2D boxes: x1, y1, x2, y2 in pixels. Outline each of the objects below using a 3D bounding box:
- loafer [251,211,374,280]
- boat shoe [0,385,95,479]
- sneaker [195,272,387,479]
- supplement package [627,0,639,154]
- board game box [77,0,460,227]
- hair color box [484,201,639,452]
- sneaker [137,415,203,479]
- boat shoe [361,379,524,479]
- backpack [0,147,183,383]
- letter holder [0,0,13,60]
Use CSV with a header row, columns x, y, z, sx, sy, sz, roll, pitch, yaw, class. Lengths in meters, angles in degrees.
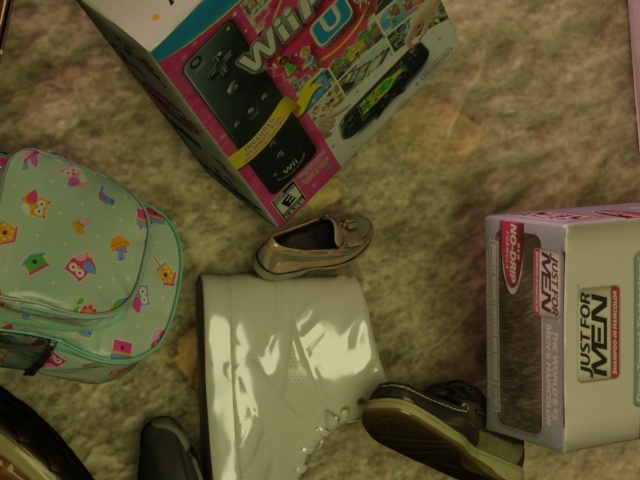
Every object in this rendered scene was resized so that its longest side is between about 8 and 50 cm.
x,y,z,sx,sy,sz,roll,pitch,yaw,class
0.000,0.000,1.466,0.125,0.039,0.045,-20,60,-37,loafer
-0.308,0.162,1.397,0.324,0.122,0.120,40,92,-7,boat shoe
-0.016,0.171,1.473,0.169,0.108,0.293,-2,96,-12,sneaker
0.418,-0.183,1.525,0.262,0.145,0.204,-8,98,-13,supplement package
-0.030,-0.169,1.339,0.224,0.097,0.303,-46,150,-6,board game box
0.322,0.059,1.498,0.374,0.113,0.185,-5,98,-31,hair color box
-0.141,0.281,1.457,0.106,0.101,0.267,-4,96,-10,sneaker
0.110,0.155,1.491,0.223,0.080,0.073,35,61,-48,boat shoe
-0.201,0.024,1.379,0.188,0.144,0.166,21,59,-24,backpack
-0.318,-0.129,1.255,0.152,0.302,0.214,10,94,-16,letter holder
